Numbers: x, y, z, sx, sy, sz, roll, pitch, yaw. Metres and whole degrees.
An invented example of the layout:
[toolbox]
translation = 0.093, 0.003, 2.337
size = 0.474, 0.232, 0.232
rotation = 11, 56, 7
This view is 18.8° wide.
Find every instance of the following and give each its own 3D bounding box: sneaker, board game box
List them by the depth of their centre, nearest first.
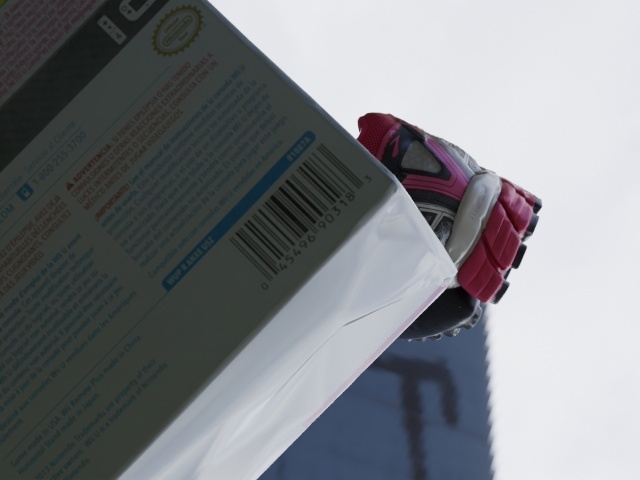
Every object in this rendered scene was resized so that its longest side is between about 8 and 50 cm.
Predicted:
[board game box]
translation = -0.138, -0.022, 0.674
size = 0.224, 0.097, 0.303
rotation = -45, -113, 0
[sneaker]
translation = 0.000, 0.000, 1.101
size = 0.299, 0.112, 0.121
rotation = -28, -149, 54
